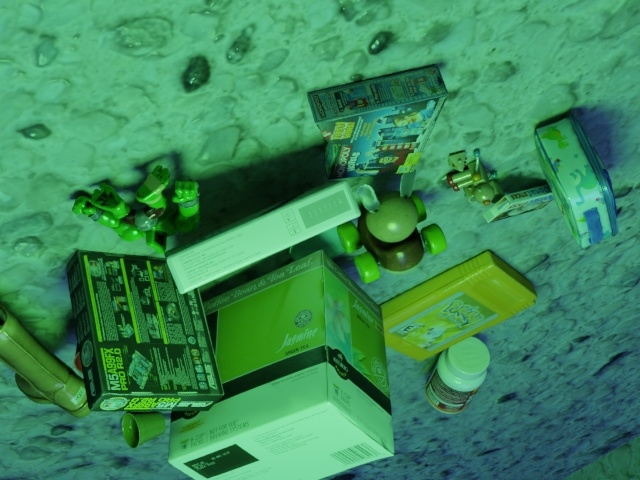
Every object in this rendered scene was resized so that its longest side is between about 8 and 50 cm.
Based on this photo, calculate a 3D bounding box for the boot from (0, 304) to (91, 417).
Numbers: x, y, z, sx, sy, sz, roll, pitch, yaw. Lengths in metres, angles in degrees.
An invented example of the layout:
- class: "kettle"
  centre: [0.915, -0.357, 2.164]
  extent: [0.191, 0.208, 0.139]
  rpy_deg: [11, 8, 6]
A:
- class: "boot"
  centre: [-0.537, 0.196, 1.784]
  extent: [0.236, 0.089, 0.269]
  rpy_deg: [9, 148, 40]

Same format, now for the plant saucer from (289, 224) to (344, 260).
- class: "plant saucer"
  centre: [0.000, 0.000, 1.801]
  extent: [0.119, 0.021, 0.119]
  rpy_deg: [-13, 150, -7]

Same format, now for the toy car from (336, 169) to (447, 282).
- class: "toy car"
  centre: [0.112, -0.046, 1.672]
  extent: [0.155, 0.149, 0.188]
  rpy_deg: [-23, 141, -8]

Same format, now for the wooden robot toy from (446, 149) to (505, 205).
- class: "wooden robot toy"
  centre: [0.270, -0.087, 1.732]
  extent: [0.076, 0.079, 0.173]
  rpy_deg: [-27, 149, 18]

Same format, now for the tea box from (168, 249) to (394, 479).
- class: "tea box"
  centre: [-0.070, 0.245, 1.771]
  extent: [0.329, 0.323, 0.220]
  rpy_deg: [-24, 135, 24]

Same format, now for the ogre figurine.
- class: "ogre figurine"
  centre: [-0.264, -0.043, 1.521]
  extent: [0.197, 0.096, 0.118]
  rpy_deg: [-24, 144, 5]

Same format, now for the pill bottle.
- class: "pill bottle"
  centre: [0.332, 0.324, 2.421]
  extent: [0.121, 0.121, 0.221]
  rpy_deg: [-9, 150, -14]

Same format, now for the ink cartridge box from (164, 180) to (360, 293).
- class: "ink cartridge box"
  centre: [-0.103, -0.010, 1.607]
  extent: [0.296, 0.066, 0.261]
  rpy_deg: [-24, -174, -8]

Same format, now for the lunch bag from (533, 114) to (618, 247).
- class: "lunch bag"
  centre: [0.440, -0.094, 1.706]
  extent: [0.090, 0.176, 0.219]
  rpy_deg: [-22, 149, 10]

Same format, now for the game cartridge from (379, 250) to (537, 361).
- class: "game cartridge"
  centre: [0.286, 0.152, 2.176]
  extent: [0.324, 0.052, 0.285]
  rpy_deg: [-28, 149, 22]

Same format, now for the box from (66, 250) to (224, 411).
- class: "box"
  centre: [-0.292, 0.150, 1.658]
  extent: [0.216, 0.270, 0.060]
  rpy_deg: [6, 142, -35]

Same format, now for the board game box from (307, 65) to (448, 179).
- class: "board game box"
  centre: [0.068, -0.172, 1.503]
  extent: [0.194, 0.060, 0.194]
  rpy_deg: [-5, 149, -17]

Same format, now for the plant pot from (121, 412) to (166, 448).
- class: "plant pot"
  centre: [-0.397, 0.425, 2.279]
  extent: [0.079, 0.083, 0.083]
  rpy_deg: [-7, 151, -39]

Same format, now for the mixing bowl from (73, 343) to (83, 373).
- class: "mixing bowl"
  centre: [-0.364, 0.168, 1.825]
  extent: [0.181, 0.098, 0.181]
  rpy_deg: [-13, 151, -7]

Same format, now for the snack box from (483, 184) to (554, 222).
- class: "snack box"
  centre: [0.369, -0.070, 1.816]
  extent: [0.178, 0.022, 0.064]
  rpy_deg: [-14, 156, -45]
